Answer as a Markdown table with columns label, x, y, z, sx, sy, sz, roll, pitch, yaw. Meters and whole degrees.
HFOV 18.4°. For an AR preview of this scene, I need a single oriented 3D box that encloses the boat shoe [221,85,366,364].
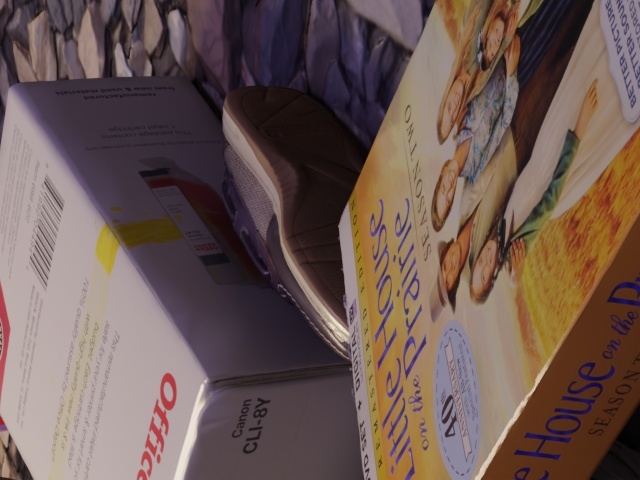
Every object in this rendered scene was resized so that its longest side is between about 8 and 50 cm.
| label | x | y | z | sx | sy | sz | roll | pitch | yaw |
| --- | --- | --- | --- | --- | --- | --- | --- | --- | --- |
| boat shoe | 0.000 | 0.000 | 1.340 | 0.285 | 0.103 | 0.092 | -123 | 34 | -46 |

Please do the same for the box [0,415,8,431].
| label | x | y | z | sx | sy | sz | roll | pitch | yaw |
| --- | --- | --- | --- | --- | --- | --- | --- | --- | --- |
| box | -0.425 | 0.104 | 1.919 | 0.057 | 0.293 | 0.201 | 36 | 125 | 51 |

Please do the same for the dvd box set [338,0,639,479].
| label | x | y | z | sx | sy | sz | roll | pitch | yaw |
| --- | --- | --- | --- | --- | --- | --- | --- | --- | --- |
| dvd box set | 0.107 | -0.035 | 1.005 | 0.420 | 0.062 | 0.308 | 114 | 159 | -45 |

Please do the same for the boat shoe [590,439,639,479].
| label | x | y | z | sx | sy | sz | roll | pitch | yaw |
| --- | --- | --- | --- | --- | --- | --- | --- | --- | --- |
| boat shoe | 0.173 | 0.150 | 1.058 | 0.258 | 0.084 | 0.095 | 37 | 151 | 55 |

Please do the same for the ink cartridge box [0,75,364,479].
| label | x | y | z | sx | sy | sz | roll | pitch | yaw |
| --- | --- | --- | --- | --- | --- | --- | --- | --- | --- |
| ink cartridge box | -0.120 | 0.091 | 1.501 | 0.385 | 0.160 | 0.279 | 53 | 138 | 44 |

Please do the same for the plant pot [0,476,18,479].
| label | x | y | z | sx | sy | sz | roll | pitch | yaw |
| --- | --- | --- | --- | --- | --- | --- | --- | --- | --- |
| plant pot | -0.328 | 0.426 | 1.833 | 0.280 | 0.323 | 0.323 | 97 | 153 | -53 |
